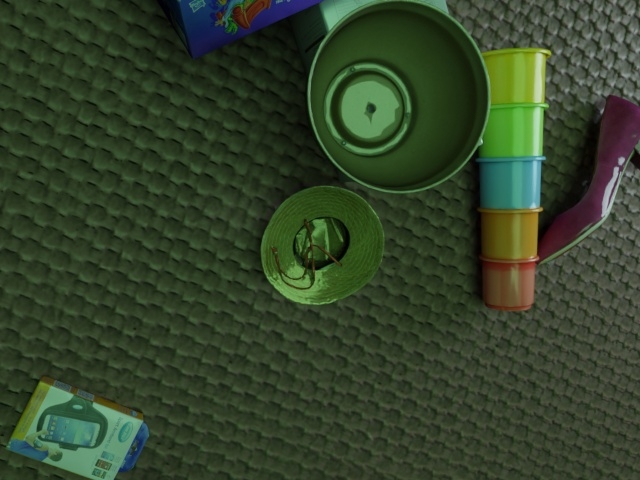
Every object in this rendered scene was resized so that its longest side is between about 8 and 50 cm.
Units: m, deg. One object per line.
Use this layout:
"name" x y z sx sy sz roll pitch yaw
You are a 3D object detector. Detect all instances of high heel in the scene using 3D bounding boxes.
"high heel" 0.346 -0.080 0.845 0.244 0.082 0.117 -44 76 4

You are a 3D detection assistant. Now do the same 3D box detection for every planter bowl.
"planter bowl" 0.057 -0.126 0.588 0.162 0.109 0.162 -1 96 -12

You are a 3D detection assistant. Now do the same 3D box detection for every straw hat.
"straw hat" 0.000 0.000 0.747 0.144 0.061 0.144 0 104 -1

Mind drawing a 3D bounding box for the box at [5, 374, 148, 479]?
"box" -0.263 0.214 0.708 0.136 0.028 0.081 27 87 -15

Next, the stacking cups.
"stacking cups" 0.230 -0.071 0.792 0.096 0.096 0.316 -1 96 -16

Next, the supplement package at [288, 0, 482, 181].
"supplement package" 0.061 -0.199 0.708 0.139 0.134 0.244 -19 100 -11

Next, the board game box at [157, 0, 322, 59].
"board game box" -0.097 -0.363 0.599 0.233 0.078 0.347 -28 72 -12
